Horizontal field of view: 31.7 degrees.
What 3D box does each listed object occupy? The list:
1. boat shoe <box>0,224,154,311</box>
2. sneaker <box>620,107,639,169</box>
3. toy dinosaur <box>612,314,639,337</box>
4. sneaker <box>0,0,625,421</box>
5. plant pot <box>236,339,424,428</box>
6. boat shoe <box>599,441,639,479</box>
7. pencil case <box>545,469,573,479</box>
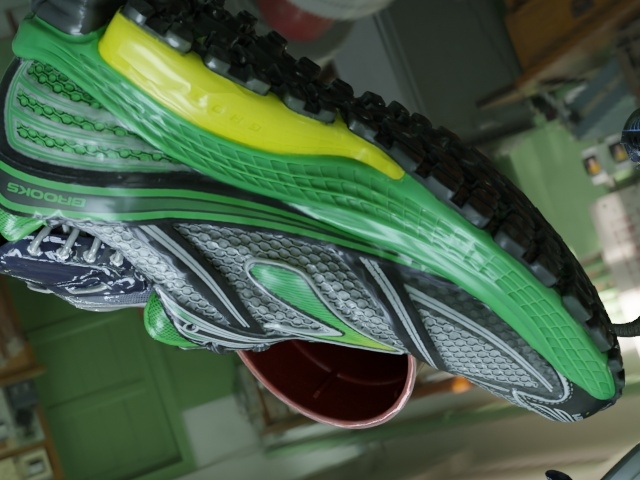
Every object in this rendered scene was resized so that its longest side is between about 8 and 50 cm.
[{"bbox_3d":[-0.207,-0.002,1.077,0.158,0.127,0.340,20,156,-36],"label":"boat shoe"},{"bbox_3d":[0.384,-0.109,1.254,0.090,0.081,0.232,-31,-175,19],"label":"sneaker"},{"bbox_3d":[0.308,-0.034,0.771,0.313,0.121,0.160,-15,153,-12],"label":"toy dinosaur"},{"bbox_3d":[0.000,0.000,0.555,0.146,0.343,0.134,-56,-167,20],"label":"sneaker"},{"bbox_3d":[0.060,0.038,1.349,0.272,0.272,0.265,-26,-170,45],"label":"plant pot"},{"bbox_3d":[0.293,0.174,0.748,0.320,0.103,0.118,5,129,-39],"label":"boat shoe"},{"bbox_3d":[0.332,0.320,0.839,0.410,0.160,0.183,20,-169,22],"label":"pencil case"}]
